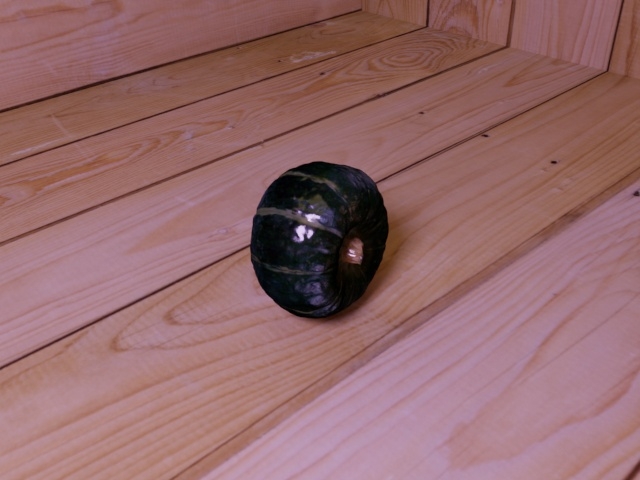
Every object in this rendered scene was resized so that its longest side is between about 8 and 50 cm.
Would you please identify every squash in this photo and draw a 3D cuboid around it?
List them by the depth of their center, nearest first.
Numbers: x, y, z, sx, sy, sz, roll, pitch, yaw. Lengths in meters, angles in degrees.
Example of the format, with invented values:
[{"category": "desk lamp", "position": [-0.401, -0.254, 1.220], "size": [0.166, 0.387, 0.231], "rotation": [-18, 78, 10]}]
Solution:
[{"category": "squash", "position": [0.000, 0.000, 0.984], "size": [0.165, 0.252, 0.252], "rotation": [10, 36, 33]}]
